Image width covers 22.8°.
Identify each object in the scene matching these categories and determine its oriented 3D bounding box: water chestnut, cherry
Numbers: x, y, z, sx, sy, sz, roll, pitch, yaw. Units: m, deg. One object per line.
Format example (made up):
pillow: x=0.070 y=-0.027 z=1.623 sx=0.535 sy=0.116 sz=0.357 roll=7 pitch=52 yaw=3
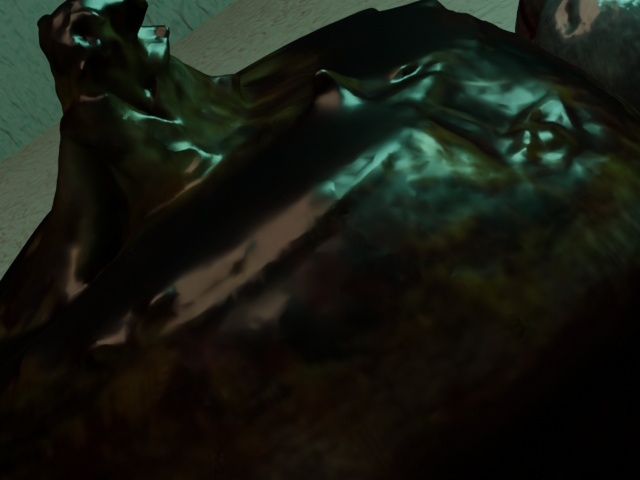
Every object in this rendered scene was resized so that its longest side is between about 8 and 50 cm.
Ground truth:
water chestnut: x=-0.013 y=0.021 z=0.663 sx=0.350 sy=0.302 sz=0.350 roll=-35 pitch=15 yaw=11
cherry: x=0.196 y=-0.114 z=0.963 sx=0.176 sy=0.140 sz=0.176 roll=0 pitch=25 yaw=0
